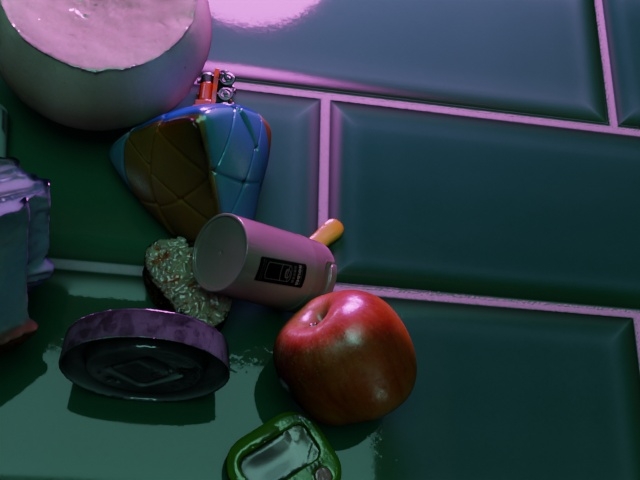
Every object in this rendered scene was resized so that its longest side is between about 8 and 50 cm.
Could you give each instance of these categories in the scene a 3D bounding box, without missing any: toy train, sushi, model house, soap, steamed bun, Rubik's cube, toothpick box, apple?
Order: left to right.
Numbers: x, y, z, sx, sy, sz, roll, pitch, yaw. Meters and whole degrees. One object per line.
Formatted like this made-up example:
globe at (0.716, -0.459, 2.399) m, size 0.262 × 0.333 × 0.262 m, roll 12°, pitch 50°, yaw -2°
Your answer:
model house at (-0.500, 0.083, 1.219) m, size 0.251 × 0.329 × 0.295 m, roll 22°, pitch 32°, yaw 38°
steamed bun at (-0.320, -0.308, 1.417) m, size 0.324 × 0.206 × 0.324 m, roll 4°, pitch 68°, yaw -10°
sushi at (-0.186, 0.066, 1.347) m, size 0.090 × 0.078 × 0.150 m, roll -32°, pitch 75°, yaw -22°
toy train at (-0.165, -0.221, 1.503) m, size 0.064 × 0.044 × 0.103 m, roll 3°, pitch 65°, yaw 2°
Rubik's cube at (-0.136, -0.090, 1.398) m, size 0.254 × 0.254 × 0.254 m, roll 4°, pitch 65°, yaw -10°
toothpick box at (-0.075, 0.034, 1.321) m, size 0.180 × 0.111 × 0.111 m, roll 19°, pitch 55°, yaw -47°
soap at (0.000, 0.000, 1.451) m, size 0.034 × 0.012 × 0.089 m, roll 45°, pitch 66°, yaw 9°
apple at (0.037, 0.161, 1.296) m, size 0.199 × 0.199 × 0.199 m, roll 4°, pitch 65°, yaw -10°

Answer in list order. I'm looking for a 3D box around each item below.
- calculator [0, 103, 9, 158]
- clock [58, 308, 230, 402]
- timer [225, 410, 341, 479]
calculator at (-0.518, -0.106, 1.375) m, size 0.141 × 0.045 × 0.246 m, roll -2°, pitch 66°, yaw -12°
clock at (-0.221, 0.149, 1.228) m, size 0.215 × 0.215 × 0.042 m, roll 5°, pitch 59°, yaw -9°
timer at (-0.049, 0.303, 1.285) m, size 0.140 × 0.047 × 0.128 m, roll -29°, pitch 76°, yaw -22°
